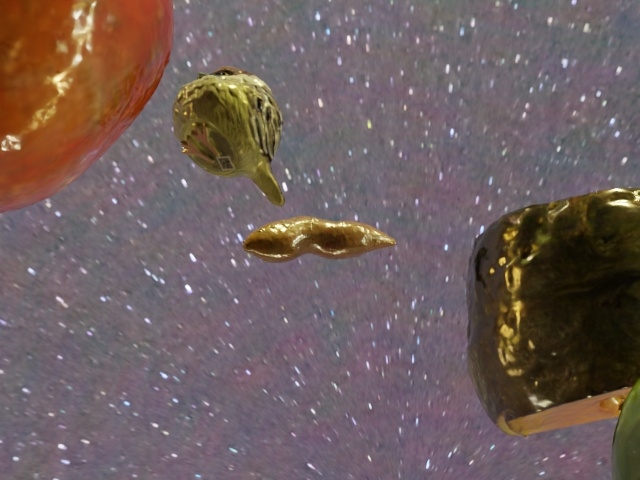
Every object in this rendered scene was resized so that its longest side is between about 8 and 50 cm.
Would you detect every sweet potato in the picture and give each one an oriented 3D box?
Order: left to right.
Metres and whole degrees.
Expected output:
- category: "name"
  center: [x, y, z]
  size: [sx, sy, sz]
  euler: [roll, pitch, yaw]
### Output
- category: "sweet potato"
  center: [-0.002, -0.003, 1.294]
  size: [0.218, 0.051, 0.065]
  euler: [-3, -129, -27]

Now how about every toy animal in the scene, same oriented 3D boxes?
- category: "toy animal"
  center: [-0.069, -0.099, 0.919]
  size: [0.137, 0.098, 0.098]
  euler: [41, -100, -8]

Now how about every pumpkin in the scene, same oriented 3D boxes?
- category: "pumpkin"
  center: [0.298, 0.080, 1.122]
  size: [0.256, 0.303, 0.225]
  euler: [2, -116, -23]

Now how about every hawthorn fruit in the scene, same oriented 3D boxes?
- category: "hawthorn fruit"
  center: [-0.239, -0.155, 0.669]
  size: [0.284, 0.284, 0.284]
  euler: [-1, -106, 5]

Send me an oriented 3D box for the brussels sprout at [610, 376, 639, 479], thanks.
- category: "brussels sprout"
  center: [0.348, 0.176, 0.763]
  size: [0.244, 0.244, 0.244]
  euler: [-1, -106, 5]
